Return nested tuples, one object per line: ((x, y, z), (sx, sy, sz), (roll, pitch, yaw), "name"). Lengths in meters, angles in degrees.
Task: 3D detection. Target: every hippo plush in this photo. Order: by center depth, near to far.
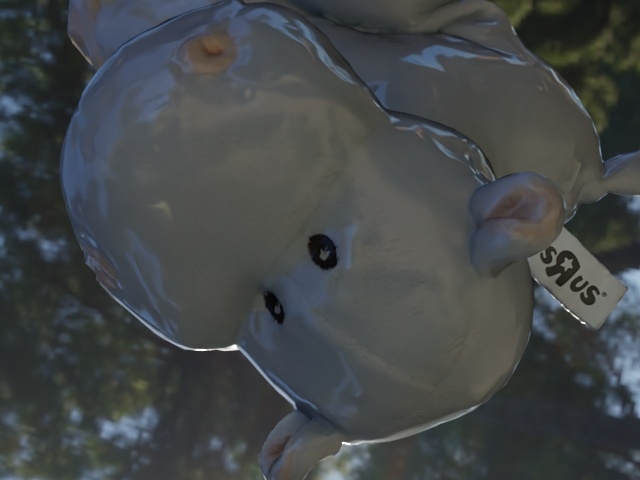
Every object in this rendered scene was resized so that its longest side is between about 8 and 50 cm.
((0.000, 0.000, 0.619), (0.234, 0.294, 0.236), (-49, 10, 30), "hippo plush")
